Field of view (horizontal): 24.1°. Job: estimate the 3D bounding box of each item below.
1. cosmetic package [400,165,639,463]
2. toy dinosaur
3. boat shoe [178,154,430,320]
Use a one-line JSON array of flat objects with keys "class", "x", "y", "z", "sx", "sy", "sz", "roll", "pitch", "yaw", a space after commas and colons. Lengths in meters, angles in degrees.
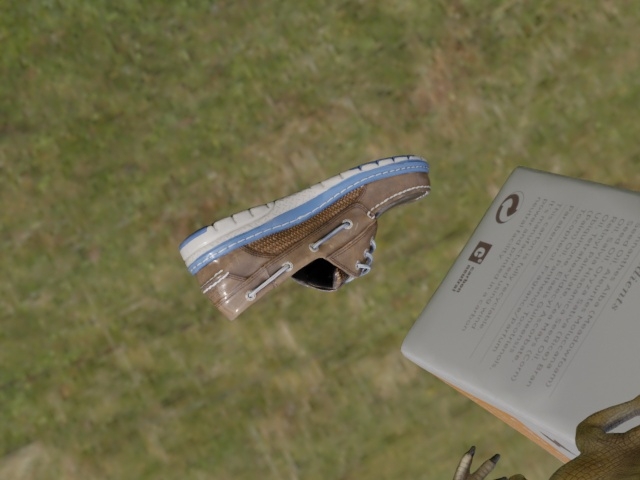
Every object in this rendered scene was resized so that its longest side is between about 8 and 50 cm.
[{"class": "cosmetic package", "x": 0.260, "y": 0.104, "z": 0.878, "sx": 0.161, "sy": 0.230, "sz": 0.453, "roll": -57, "pitch": -157, "yaw": -5}, {"class": "toy dinosaur", "x": 0.065, "y": 0.089, "z": 0.443, "sx": 0.183, "sy": 0.053, "sz": 0.092, "roll": -42, "pitch": -179, "yaw": -12}, {"class": "boat shoe", "x": 0.000, "y": 0.000, "z": 0.967, "sx": 0.183, "sy": 0.066, "sz": 0.066, "roll": -23, "pitch": 174, "yaw": -24}]
